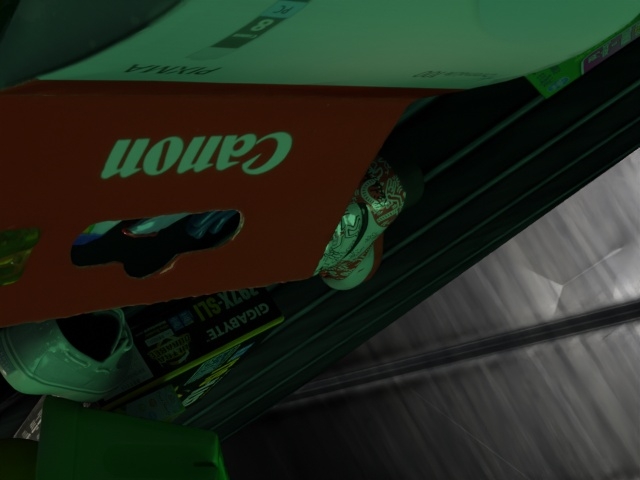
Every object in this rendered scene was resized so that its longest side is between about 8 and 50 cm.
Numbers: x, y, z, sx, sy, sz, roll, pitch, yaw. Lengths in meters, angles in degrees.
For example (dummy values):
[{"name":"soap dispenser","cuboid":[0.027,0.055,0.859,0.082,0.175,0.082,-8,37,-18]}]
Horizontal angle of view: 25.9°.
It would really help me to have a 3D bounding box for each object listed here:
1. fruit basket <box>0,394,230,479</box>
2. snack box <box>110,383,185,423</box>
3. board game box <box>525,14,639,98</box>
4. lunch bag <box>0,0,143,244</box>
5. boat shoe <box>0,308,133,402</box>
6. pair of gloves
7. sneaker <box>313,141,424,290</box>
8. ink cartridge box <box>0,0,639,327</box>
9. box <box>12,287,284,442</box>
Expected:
[{"name":"fruit basket","cuboid":[-0.264,0.323,1.403,0.392,0.283,0.392,-2,145,-1]},{"name":"snack box","cuboid":[-0.221,0.214,1.523,0.100,0.037,0.141,-24,168,-39]},{"name":"board game box","cuboid":[0.292,-0.247,1.172,0.316,0.064,0.242,-34,171,13]},{"name":"lunch bag","cuboid":[-0.140,-0.058,0.694,0.176,0.090,0.219,-32,170,16]},{"name":"boat shoe","cuboid":[-0.214,0.098,1.281,0.081,0.079,0.227,-29,168,12]},{"name":"pair of gloves","cuboid":[-0.071,-0.049,1.160,0.159,0.023,0.198,-33,170,19]},{"name":"sneaker","cuboid":[0.000,-0.001,1.435,0.145,0.090,0.270,-26,166,-25]},{"name":"ink cartridge box","cuboid":[0.016,-0.087,0.607,0.308,0.091,0.385,-7,136,-52]},{"name":"box","cuboid":[-0.214,0.170,1.669,0.257,0.079,0.322,-28,170,-34]}]
